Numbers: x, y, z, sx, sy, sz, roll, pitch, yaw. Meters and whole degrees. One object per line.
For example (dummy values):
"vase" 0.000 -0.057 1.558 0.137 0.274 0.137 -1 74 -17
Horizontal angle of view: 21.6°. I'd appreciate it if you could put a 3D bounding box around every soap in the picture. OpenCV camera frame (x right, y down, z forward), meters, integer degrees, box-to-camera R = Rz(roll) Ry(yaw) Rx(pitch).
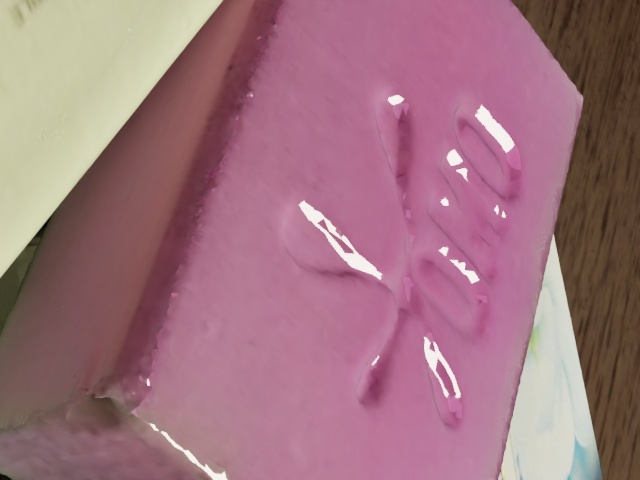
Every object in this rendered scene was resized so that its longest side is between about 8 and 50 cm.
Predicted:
"soap" 0.001 0.000 0.591 0.181 0.081 0.259 45 49 -34

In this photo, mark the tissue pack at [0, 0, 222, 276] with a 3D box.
"tissue pack" -0.202 -0.096 0.418 0.297 0.207 0.380 58 45 -29

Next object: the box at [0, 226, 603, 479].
"box" 0.003 0.069 0.736 0.274 0.116 0.203 -17 98 -52
